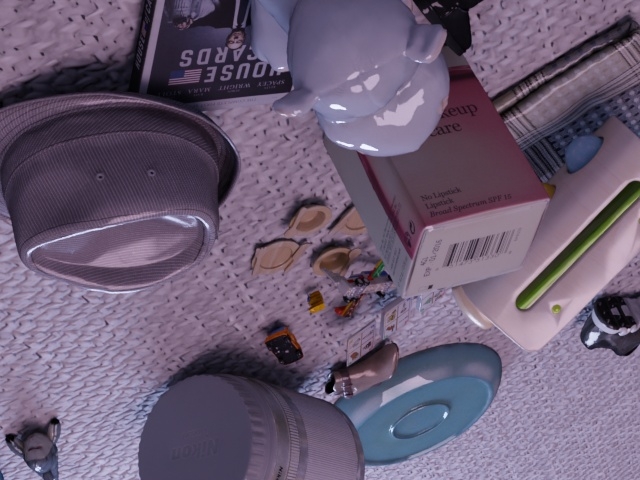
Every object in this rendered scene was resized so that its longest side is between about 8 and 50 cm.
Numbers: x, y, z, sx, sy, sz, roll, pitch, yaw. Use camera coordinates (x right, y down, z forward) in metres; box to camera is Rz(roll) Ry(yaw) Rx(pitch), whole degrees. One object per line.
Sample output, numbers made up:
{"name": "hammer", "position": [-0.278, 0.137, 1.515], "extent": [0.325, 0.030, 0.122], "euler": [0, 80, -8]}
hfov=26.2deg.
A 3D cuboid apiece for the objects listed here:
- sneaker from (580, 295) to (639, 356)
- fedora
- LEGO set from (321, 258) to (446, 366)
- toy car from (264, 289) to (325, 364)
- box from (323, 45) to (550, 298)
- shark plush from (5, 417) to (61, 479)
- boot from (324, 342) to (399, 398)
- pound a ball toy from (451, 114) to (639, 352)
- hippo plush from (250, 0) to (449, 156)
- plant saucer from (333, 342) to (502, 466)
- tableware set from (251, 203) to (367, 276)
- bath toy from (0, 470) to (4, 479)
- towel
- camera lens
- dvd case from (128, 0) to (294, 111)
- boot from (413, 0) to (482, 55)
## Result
{"name": "sneaker", "position": [0.509, 0.136, 2.194], "extent": [0.234, 0.078, 0.106], "euler": [0, 143, -28]}
{"name": "fedora", "position": [-0.210, -0.031, 1.353], "extent": [0.275, 0.124, 0.244], "euler": [0, 144, -17]}
{"name": "LEGO set", "position": [0.091, 0.048, 1.798], "extent": [0.182, 0.060, 0.244], "euler": [-35, 155, -18]}
{"name": "toy car", "position": [-0.023, 0.114, 1.819], "extent": [0.060, 0.040, 0.122], "euler": [33, 120, -30]}
{"name": "box", "position": [0.117, -0.077, 1.459], "extent": [0.148, 0.232, 0.127], "euler": [-14, 146, -19]}
{"name": "shark plush", "position": [-0.374, 0.305, 1.828], "extent": [0.073, 0.067, 0.161], "euler": [-13, 146, -19]}
{"name": "boot", "position": [0.057, 0.191, 1.989], "extent": [0.087, 0.042, 0.118], "euler": [-6, 143, -25]}
{"name": "pound a ball toy", "position": [0.275, -0.011, 1.684], "extent": [0.136, 0.208, 0.319], "euler": [41, 102, -12]}
{"name": "hippo plush", "position": [0.041, -0.209, 1.161], "extent": [0.234, 0.236, 0.294], "euler": [-31, 144, 3]}
{"name": "plant saucer", "position": [0.151, 0.272, 2.170], "extent": [0.317, 0.044, 0.318], "euler": [-18, 147, -12]}
{"name": "tableware set", "position": [0.000, 0.000, 1.691], "extent": [0.168, 0.020, 0.141], "euler": [0, 140, -34]}
{"name": "bath toy", "position": [-0.571, 0.410, 1.790], "extent": [0.348, 0.129, 0.151], "euler": [-20, 148, -7]}
{"name": "towel", "position": [0.297, -0.104, 1.713], "extent": [0.324, 0.056, 0.312], "euler": [-31, 148, 11]}
{"name": "camera lens", "position": [-0.087, 0.305, 1.885], "extent": [0.219, 0.219, 0.274], "euler": [-38, 146, 20]}
{"name": "dvd case", "position": [-0.082, -0.217, 1.305], "extent": [0.179, 0.029, 0.239], "euler": [-9, 142, -25]}
{"name": "boot", "position": [0.156, -0.251, 1.416], "extent": [0.099, 0.045, 0.121], "euler": [-36, 146, 11]}
